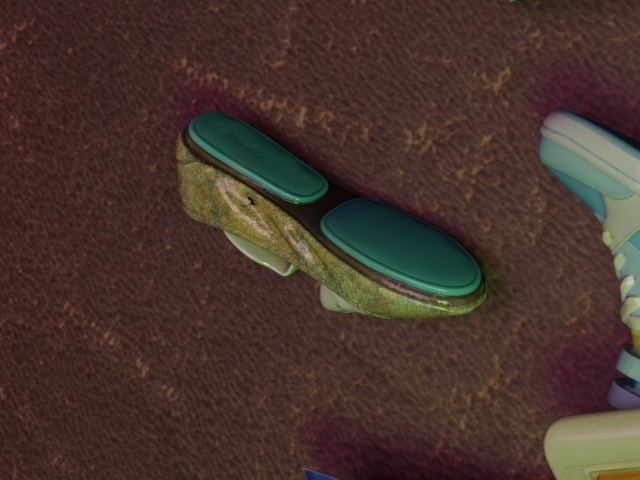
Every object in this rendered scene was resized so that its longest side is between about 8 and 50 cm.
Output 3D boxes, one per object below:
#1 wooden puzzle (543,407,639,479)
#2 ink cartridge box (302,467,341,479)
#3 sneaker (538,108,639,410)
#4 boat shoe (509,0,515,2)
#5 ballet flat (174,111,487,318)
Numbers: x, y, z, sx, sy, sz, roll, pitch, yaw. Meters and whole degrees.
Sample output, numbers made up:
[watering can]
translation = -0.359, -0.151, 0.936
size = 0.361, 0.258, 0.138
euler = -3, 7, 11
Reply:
[wooden puzzle]
translation = 0.309, 0.227, 1.009
size = 0.221, 0.044, 0.239
euler = -11, 120, 29
[ink cartridge box]
translation = 0.132, 0.299, 1.110
size = 0.332, 0.065, 0.165
euler = 8, 135, 30
[sneaker]
translation = 0.262, 0.050, 1.053
size = 0.319, 0.127, 0.208
euler = 41, 107, 24
[boat shoe]
translation = 0.269, -0.293, 1.063
size = 0.340, 0.127, 0.158
euler = -7, 93, 37
[ballet flat]
translation = 0.000, 0.000, 1.215
size = 0.348, 0.123, 0.123
euler = 31, 104, 25
